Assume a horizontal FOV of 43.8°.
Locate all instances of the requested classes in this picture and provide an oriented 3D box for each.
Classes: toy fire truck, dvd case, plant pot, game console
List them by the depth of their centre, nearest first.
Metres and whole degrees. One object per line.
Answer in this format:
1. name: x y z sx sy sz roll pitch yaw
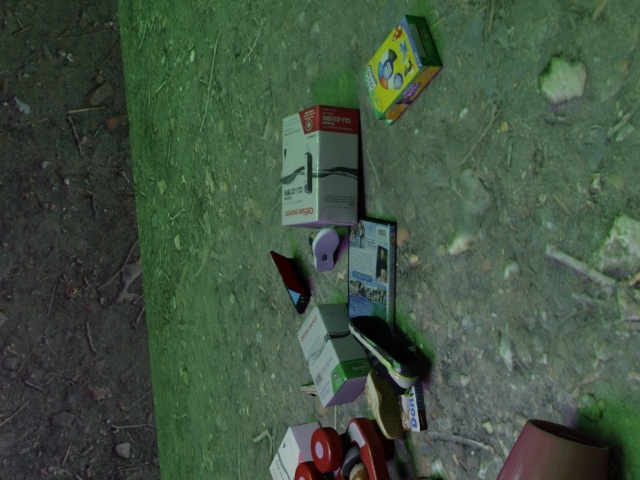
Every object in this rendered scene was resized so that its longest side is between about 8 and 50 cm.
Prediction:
1. plant pot: 0.362 0.387 1.247 0.201 0.201 0.180 18 94 60
2. toy fire truck: 0.082 0.558 1.784 0.254 0.169 0.302 59 139 42
3. dvd case: 0.115 0.073 1.829 0.180 0.022 0.253 15 107 61
4. game console: -0.093 0.115 2.155 0.144 0.085 0.124 62 144 38

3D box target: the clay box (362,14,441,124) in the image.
1. clay box: 0.158 -0.348 1.660 0.222 0.053 0.127 -46 53 53

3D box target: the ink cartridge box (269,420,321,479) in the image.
1. ink cartridge box: -0.048 0.612 2.130 0.159 0.092 0.218 62 146 37

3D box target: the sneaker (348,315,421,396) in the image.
1. sneaker: 0.126 0.251 1.715 0.235 0.084 0.097 46 132 50

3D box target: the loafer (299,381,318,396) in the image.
1. loafer: -0.018 0.396 2.098 0.125 0.045 0.039 -22 81 58

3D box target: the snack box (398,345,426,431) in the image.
1. snack box: 0.191 0.319 1.716 0.064 0.022 0.178 -18 77 60

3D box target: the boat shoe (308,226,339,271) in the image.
1. boat shoe: 0.000 0.000 1.952 0.183 0.065 0.083 98 157 -59

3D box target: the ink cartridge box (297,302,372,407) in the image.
1. ink cartridge box: 0.033 0.276 1.937 0.153 0.086 0.208 -59 44 47

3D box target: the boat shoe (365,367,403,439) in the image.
1. boat shoe: 0.141 0.372 1.783 0.059 0.063 0.170 116 149 -47

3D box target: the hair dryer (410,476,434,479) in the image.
1. hair dryer: 0.229 0.595 1.621 0.293 0.080 0.224 -13 83 63

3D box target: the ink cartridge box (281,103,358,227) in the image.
1. ink cartridge box: -0.003 -0.169 1.900 0.197 0.114 0.273 -5 85 62
